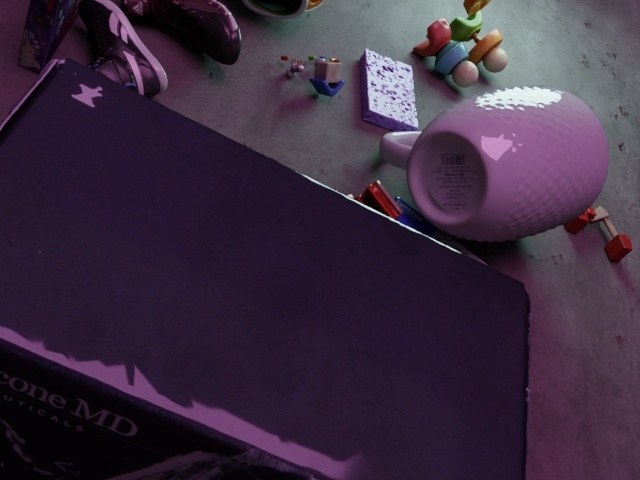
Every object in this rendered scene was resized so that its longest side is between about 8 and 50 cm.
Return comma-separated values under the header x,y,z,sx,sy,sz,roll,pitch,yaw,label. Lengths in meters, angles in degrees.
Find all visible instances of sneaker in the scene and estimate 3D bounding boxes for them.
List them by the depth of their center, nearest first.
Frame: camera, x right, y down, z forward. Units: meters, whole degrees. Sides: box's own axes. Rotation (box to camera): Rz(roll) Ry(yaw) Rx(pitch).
x,y,z,sx,sy,sz,roll,pitch,yaw,label
-0.362,-0.313,1.364,0.121,0.079,0.217,-34,76,-35,sneaker
-0.274,-0.407,1.511,0.162,0.106,0.281,-17,52,-35,sneaker

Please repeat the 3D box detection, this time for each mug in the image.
x,y,z,sx,sy,sz,roll,pitch,yaw,label
0.281,-0.144,1.506,0.374,0.276,0.328,20,24,38,mug

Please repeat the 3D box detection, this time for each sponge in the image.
x,y,z,sx,sy,sz,roll,pitch,yaw,label
0.142,-0.310,1.725,0.117,0.031,0.210,17,45,-18,sponge

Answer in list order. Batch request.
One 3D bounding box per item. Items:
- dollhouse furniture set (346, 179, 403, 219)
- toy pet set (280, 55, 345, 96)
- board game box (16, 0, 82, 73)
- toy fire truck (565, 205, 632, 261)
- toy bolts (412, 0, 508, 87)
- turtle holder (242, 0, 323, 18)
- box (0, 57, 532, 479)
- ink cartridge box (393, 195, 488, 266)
x,y,z,sx,sy,sz,roll,pitch,yaw,label
0.000,0.000,1.257,0.262,0.135,0.259,52,39,8,dollhouse furniture set
-0.004,-0.328,1.646,0.122,0.065,0.114,-11,24,-42,toy pet set
-0.408,-0.458,1.380,0.056,0.208,0.347,25,44,-15,board game box
0.575,-0.052,1.757,0.135,0.047,0.192,15,45,-21,toy fire truck
0.354,-0.457,1.885,0.228,0.218,0.158,-35,81,-27,toy bolts
-0.105,-0.589,1.670,0.320,0.243,0.228,24,60,-25,turtle holder
-0.133,0.171,0.795,0.479,0.472,0.297,25,43,-10,box
0.188,0.019,1.449,0.207,0.046,0.097,37,41,2,ink cartridge box
